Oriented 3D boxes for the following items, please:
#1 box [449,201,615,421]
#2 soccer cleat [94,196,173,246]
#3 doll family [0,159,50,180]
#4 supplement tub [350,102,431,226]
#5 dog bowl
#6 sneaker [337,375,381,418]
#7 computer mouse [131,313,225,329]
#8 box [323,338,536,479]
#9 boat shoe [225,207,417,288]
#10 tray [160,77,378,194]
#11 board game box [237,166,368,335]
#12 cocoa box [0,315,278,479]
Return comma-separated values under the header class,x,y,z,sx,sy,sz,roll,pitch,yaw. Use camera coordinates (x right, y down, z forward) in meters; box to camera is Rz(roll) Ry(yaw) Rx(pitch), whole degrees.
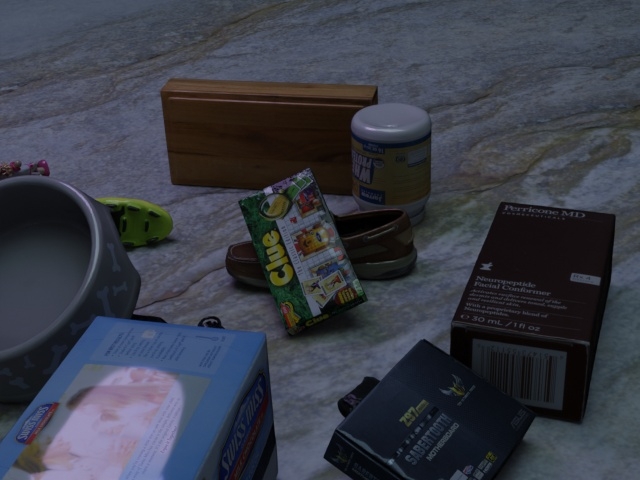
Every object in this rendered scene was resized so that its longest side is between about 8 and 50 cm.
class,x,y,z,sx,sy,sz,roll,pitch,yaw
box,0.323,0.090,1.568,0.191,0.143,0.381,7,29,17
soccer cleat,-0.408,-0.046,1.913,0.289,0.093,0.121,0,22,2
doll family,-0.617,-0.072,1.919,0.263,0.118,0.163,-10,2,35
supplement tub,0.129,-0.134,1.916,0.144,0.200,0.144,-2,28,1
dog bowl,-0.441,0.057,1.544,0.348,0.102,0.349,-8,60,13
sneaker,0.056,0.239,1.411,0.089,0.051,0.170,14,29,28
computer mouse,-0.278,0.174,1.549,0.262,0.060,0.184,5,32,0
box,0.141,0.244,1.326,0.183,0.059,0.232,33,40,18
boat shoe,0.000,0.000,1.770,0.324,0.116,0.123,-7,29,-8
tray,-0.095,-0.200,2.048,0.411,0.203,0.076,3,30,11
board game box,-0.032,0.014,1.682,0.136,0.030,0.260,-27,58,6
cocoa box,-0.203,0.274,1.181,0.231,0.228,0.347,5,30,13
